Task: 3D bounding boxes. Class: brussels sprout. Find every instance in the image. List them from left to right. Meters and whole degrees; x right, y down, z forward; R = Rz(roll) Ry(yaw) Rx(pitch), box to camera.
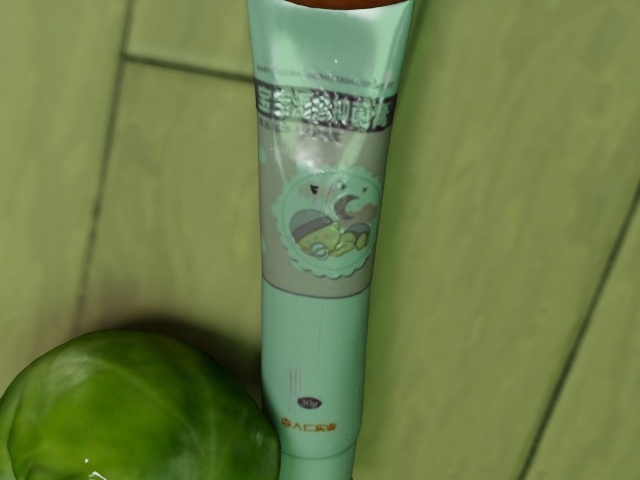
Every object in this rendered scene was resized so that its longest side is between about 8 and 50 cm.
[{"bbox_3d":[-0.102,0.112,0.757,0.149,0.122,0.151,7,154,41],"label":"brussels sprout"}]

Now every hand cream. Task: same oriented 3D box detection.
[{"bbox_3d":[0.000,0.000,0.731,0.085,0.058,0.331,11,120,14],"label":"hand cream"}]

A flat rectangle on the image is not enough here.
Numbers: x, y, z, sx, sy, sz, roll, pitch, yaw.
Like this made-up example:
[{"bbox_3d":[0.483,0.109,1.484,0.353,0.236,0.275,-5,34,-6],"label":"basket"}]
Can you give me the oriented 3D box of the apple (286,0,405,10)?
[{"bbox_3d":[0.013,-0.189,0.535,0.209,0.164,0.209,-3,123,-4],"label":"apple"}]
